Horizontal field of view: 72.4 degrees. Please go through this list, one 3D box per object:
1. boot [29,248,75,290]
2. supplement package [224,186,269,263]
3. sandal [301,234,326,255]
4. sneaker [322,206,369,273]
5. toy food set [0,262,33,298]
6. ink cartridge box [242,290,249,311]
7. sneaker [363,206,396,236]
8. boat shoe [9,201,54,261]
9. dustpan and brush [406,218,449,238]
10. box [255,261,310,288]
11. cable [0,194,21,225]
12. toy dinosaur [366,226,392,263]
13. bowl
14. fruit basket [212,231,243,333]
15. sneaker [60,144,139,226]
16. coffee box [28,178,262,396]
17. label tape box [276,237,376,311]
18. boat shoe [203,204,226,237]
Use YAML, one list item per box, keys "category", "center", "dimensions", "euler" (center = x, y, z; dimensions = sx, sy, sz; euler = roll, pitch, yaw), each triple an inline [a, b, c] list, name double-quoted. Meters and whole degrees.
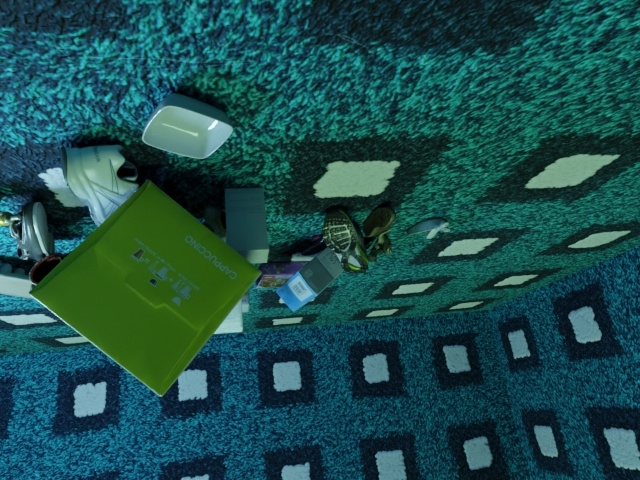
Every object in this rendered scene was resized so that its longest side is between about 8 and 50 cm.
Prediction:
- category: "boot"
  center: [-0.701, 0.065, 1.230]
  dimensions: [0.236, 0.085, 0.178]
  euler: [-43, -173, -31]
- category: "supplement package"
  center: [-0.196, -0.037, 1.156]
  dimensions: [0.105, 0.180, 0.105]
  euler: [-3, 159, -11]
- category: "sandal"
  center: [0.000, 0.000, 1.543]
  dimensions: [0.179, 0.040, 0.067]
  euler: [-38, 152, 29]
- category: "sneaker"
  center: [0.083, -0.013, 1.434]
  dimensions: [0.110, 0.121, 0.300]
  euler: [-9, 141, 14]
- category: "toy food set"
  center: [-0.975, 0.129, 1.502]
  dimensions: [0.305, 0.093, 0.219]
  euler: [18, 150, -34]
- category: "ink cartridge box"
  center: [-0.347, 0.190, 1.723]
  dimensions: [0.128, 0.176, 0.127]
  euler: [-3, 160, -12]
- category: "sneaker"
  center: [0.202, -0.067, 1.408]
  dimensions: [0.071, 0.066, 0.188]
  euler: [-17, 170, -25]
- category: "boat shoe"
  center: [-0.764, -0.008, 1.143]
  dimensions: [0.095, 0.112, 0.335]
  euler: [-2, 163, -26]
- category: "dustpan and brush"
  center: [0.397, -0.043, 1.515]
  dimensions: [0.147, 0.061, 0.211]
  euler: [-5, 160, -7]
- category: "box"
  center: [-0.119, 0.147, 1.858]
  dimensions: [0.293, 0.057, 0.201]
  euler: [0, 159, -18]
- category: "cable"
  center: [-0.841, -0.060, 1.025]
  dimensions: [0.287, 0.072, 0.139]
  euler: [-15, 145, 26]
- category: "toy dinosaur"
  center: [0.211, 0.024, 1.565]
  dimensions: [0.118, 0.064, 0.268]
  euler: [-53, 166, -4]
- category: "bowl"
  center: [-0.253, -0.220, 0.828]
  dimensions: [0.142, 0.053, 0.142]
  euler: [9, 154, -40]
- category: "fruit basket"
  center: [-0.417, 0.148, 1.397]
  dimensions: [0.326, 0.165, 0.354]
  euler: [-4, 116, -12]
- category: "sneaker"
  center: [-0.464, -0.112, 0.979]
  dimensions: [0.129, 0.111, 0.297]
  euler: [-15, 165, -14]
- category: "coffee box"
  center: [-0.394, 0.127, 1.063]
  dimensions: [0.337, 0.338, 0.334]
  euler: [40, 157, -4]
- category: "label tape box"
  center: [0.023, 0.096, 1.635]
  dimensions: [0.347, 0.115, 0.249]
  euler: [-41, 178, -32]
- category: "boat shoe"
  center: [-0.275, -0.048, 1.259]
  dimensions: [0.059, 0.063, 0.170]
  euler: [5, 162, 16]
